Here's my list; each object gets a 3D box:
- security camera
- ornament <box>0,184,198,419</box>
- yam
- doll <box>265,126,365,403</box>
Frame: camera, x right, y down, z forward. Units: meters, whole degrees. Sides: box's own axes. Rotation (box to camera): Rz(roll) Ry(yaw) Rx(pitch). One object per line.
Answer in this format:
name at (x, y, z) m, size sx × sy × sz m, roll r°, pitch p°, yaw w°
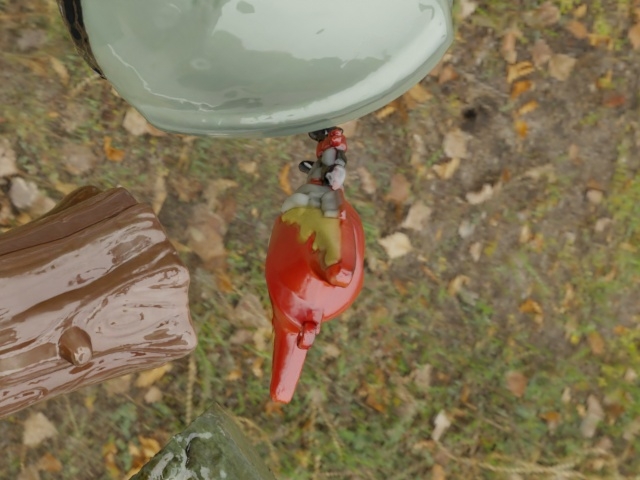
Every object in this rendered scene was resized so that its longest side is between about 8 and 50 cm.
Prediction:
security camera at (-0.022, -0.183, 0.486) m, size 0.191 × 0.197 × 0.277 m, roll 5°, pitch 88°, yaw 8°
ornament at (-0.275, 0.070, 1.074) m, size 0.217 × 0.235 × 0.221 m, roll -20°, pitch 151°, yaw -33°
yam at (-0.065, 0.276, 0.854) m, size 0.161 × 0.161 × 0.268 m, roll -31°, pitch 76°, yaw -25°
doll at (0.000, 0.000, 0.620) m, size 0.057 × 0.169 × 0.109 m, roll 20°, pitch 130°, yaw -6°
